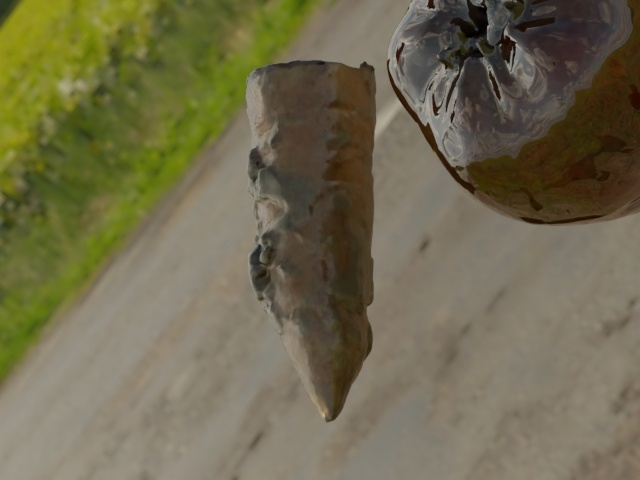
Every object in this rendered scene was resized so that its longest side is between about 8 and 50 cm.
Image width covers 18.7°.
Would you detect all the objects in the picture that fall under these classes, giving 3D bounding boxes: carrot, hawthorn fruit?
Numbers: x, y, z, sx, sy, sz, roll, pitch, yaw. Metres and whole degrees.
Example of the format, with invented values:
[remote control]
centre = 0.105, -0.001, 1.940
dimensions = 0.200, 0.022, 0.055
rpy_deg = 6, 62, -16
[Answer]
[carrot]
centre = 0.000, 0.000, 1.332
dimensions = 0.102, 0.102, 0.263
rpy_deg = -38, 50, 52
[hawthorn fruit]
centre = 0.170, -0.112, 1.197
dimensions = 0.208, 0.248, 0.208
rpy_deg = -5, 83, 45
